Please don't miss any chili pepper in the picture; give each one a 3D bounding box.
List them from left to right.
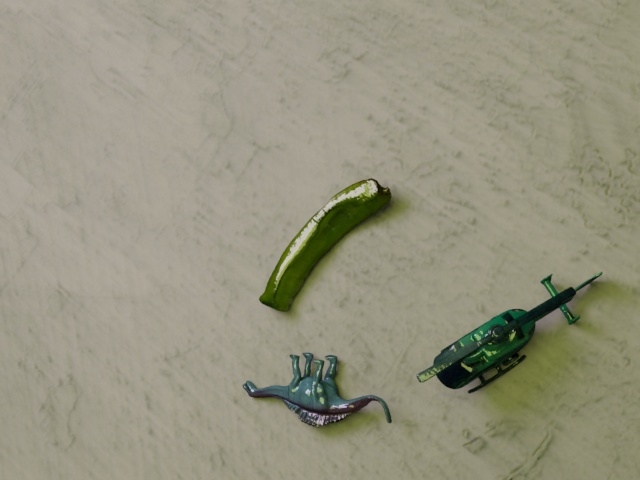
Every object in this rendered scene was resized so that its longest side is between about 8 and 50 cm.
[{"bbox_3d":[0.000,0.000,1.762,0.052,0.050,0.201,39,100,-16],"label":"chili pepper"}]

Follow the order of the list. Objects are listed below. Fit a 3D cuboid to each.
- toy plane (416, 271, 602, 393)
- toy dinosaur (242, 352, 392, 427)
[{"bbox_3d":[0.205,0.098,1.644,0.235,0.096,0.060,-31,72,-7],"label":"toy plane"},{"bbox_3d":[-0.004,0.172,1.732,0.197,0.045,0.080,8,95,29],"label":"toy dinosaur"}]
